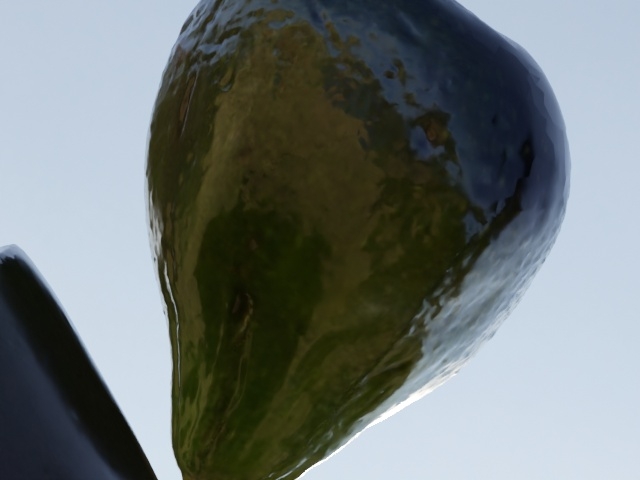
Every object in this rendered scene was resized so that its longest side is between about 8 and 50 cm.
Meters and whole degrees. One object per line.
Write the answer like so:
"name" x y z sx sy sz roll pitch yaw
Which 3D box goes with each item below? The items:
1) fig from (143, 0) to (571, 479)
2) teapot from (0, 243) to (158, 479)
"fig" 0.000 0.000 0.505 0.123 0.156 0.123 28 -3 2
"teapot" -0.113 0.115 0.394 0.175 0.185 0.267 67 -16 -5
